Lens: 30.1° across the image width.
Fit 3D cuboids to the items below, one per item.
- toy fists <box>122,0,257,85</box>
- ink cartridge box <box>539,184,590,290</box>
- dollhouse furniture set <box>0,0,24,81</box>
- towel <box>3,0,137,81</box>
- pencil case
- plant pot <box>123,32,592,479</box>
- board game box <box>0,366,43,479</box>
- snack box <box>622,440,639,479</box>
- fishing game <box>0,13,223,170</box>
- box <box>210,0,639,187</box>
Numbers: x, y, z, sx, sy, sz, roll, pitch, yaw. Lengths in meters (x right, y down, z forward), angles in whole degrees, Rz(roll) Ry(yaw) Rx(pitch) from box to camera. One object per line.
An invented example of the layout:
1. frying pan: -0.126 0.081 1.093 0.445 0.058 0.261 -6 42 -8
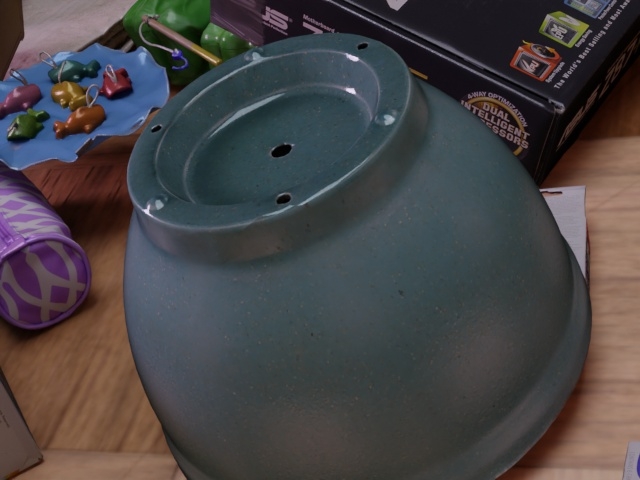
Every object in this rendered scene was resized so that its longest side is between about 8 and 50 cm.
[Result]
1. toy fists: -0.075 -0.196 1.122 0.142 0.096 0.279 -33 38 -33
2. ink cartridge box: 0.154 0.008 0.824 0.063 0.029 0.115 -4 37 17
3. dollhouse furniture set: -0.416 -0.201 1.096 0.242 0.212 0.161 10 48 -1
4. towel: -0.308 -0.190 1.240 0.187 0.049 0.282 18 49 39
5. pencil case: -0.254 -0.011 0.954 0.086 0.088 0.206 -32 40 -17
6. plant pot: 0.000 0.000 0.725 0.293 0.196 0.293 -15 39 12
7. board game box: -0.323 0.061 0.840 0.142 0.144 0.275 -27 38 -14
8. snack box: 0.179 0.178 0.601 0.064 0.022 0.178 0 40 23
9. fishing game: -0.218 -0.121 0.986 0.264 0.041 0.189 -28 39 -19
10. box: 0.145 -0.253 1.029 0.318 0.097 0.395 29 54 19
